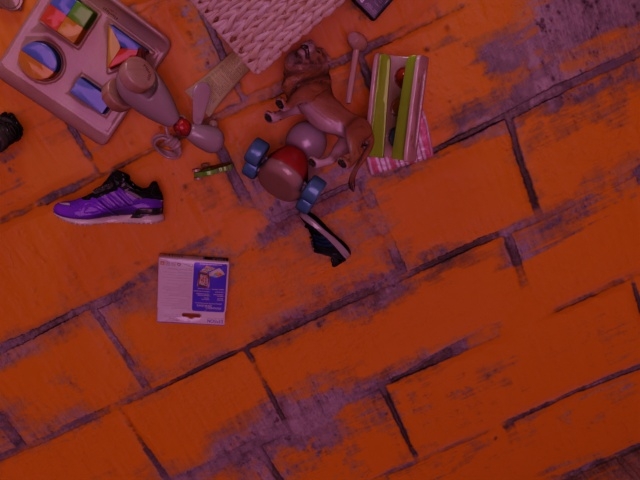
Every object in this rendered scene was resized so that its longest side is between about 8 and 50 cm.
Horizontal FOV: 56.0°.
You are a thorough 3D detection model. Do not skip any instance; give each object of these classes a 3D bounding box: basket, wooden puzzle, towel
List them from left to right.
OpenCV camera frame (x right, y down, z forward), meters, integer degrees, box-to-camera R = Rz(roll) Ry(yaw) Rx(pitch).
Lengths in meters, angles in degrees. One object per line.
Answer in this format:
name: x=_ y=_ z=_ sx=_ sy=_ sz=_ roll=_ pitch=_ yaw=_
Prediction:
wooden puzzle: x=-0.608 y=-0.464 z=1.533 sx=0.322 sy=0.080 sz=0.348 roll=35 pitch=102 yaw=-16
basket: x=-0.095 y=-0.607 z=1.375 sx=0.328 sy=0.331 sz=0.266 roll=-32 pitch=112 yaw=23
towel: x=0.214 y=-0.279 z=1.711 sx=0.196 sy=0.029 sz=0.144 roll=-16 pitch=109 yaw=3

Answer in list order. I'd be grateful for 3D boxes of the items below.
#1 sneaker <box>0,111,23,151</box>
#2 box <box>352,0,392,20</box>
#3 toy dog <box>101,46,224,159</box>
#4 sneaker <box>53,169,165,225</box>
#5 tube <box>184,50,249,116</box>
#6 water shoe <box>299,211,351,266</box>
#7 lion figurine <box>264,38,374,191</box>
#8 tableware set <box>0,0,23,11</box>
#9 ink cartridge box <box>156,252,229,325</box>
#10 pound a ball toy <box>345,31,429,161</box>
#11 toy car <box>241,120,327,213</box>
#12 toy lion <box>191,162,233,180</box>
sneaker: x=-0.870 y=-0.268 z=1.578 sx=0.227 sy=0.130 sz=0.087 roll=-11 pitch=117 yaw=27
box: x=0.117 y=-0.712 z=1.535 sx=0.232 sy=0.059 sz=0.183 roll=39 pitch=101 yaw=-16
toy dog: x=-0.391 y=-0.365 z=1.536 sx=0.220 sy=0.161 sz=0.334 roll=-2 pitch=152 yaw=27
sneaker: x=-0.577 y=-0.122 z=1.649 sx=0.293 sy=0.102 sz=0.146 roll=-1 pitch=105 yaw=-11
tube: x=-0.246 y=-0.443 z=1.594 sx=0.240 sy=0.062 sz=0.070 roll=-41 pitch=64 yaw=13
water shoe: x=0.000 y=0.000 z=1.758 sx=0.080 sy=0.073 sz=0.203 roll=-44 pitch=107 yaw=11
lion figurine: x=0.022 y=-0.321 z=1.537 sx=0.240 sy=0.142 sz=0.392 roll=-38 pitch=87 yaw=-34
tableware set: x=-0.816 y=-0.641 z=1.483 sx=0.168 sy=0.020 sz=0.141 roll=-1 pitch=108 yaw=-4
ink cartridge box: x=-0.378 y=0.147 z=1.782 sx=0.206 sy=0.045 sz=0.209 roll=5 pitch=107 yaw=-8
pound a ball toy: x=0.173 y=-0.384 z=1.613 sx=0.208 sy=0.135 sz=0.320 roll=10 pitch=104 yaw=23
toy car: x=-0.058 y=-0.237 z=1.640 sx=0.219 sy=0.210 sz=0.238 roll=33 pitch=74 yaw=-2
toy lion: x=-0.291 y=-0.195 z=1.650 sx=0.096 sy=0.100 sz=0.034 roll=-5 pitch=108 yaw=16
